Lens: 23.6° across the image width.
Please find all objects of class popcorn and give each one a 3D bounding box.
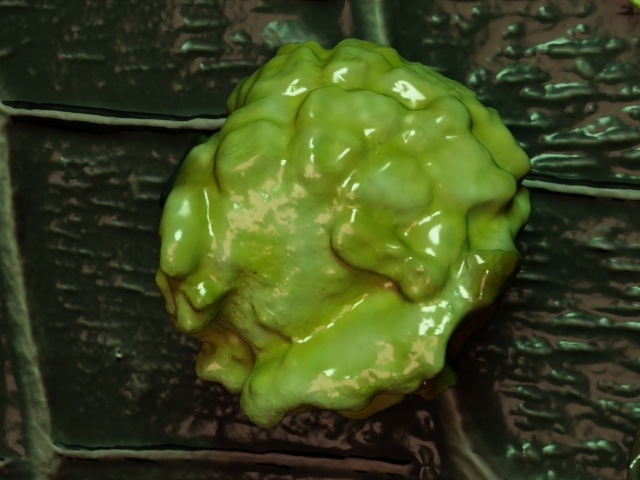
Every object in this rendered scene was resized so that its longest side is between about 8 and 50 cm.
[{"bbox_3d":[0.008,0.004,1.032,0.237,0.293,0.293,32,110,-6],"label":"popcorn"}]

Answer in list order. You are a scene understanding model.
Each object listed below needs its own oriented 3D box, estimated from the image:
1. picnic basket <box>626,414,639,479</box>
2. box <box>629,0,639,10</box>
[{"bbox_3d":[0.301,0.191,0.938,0.222,0.297,0.129,-3,142,28],"label":"picnic basket"},{"bbox_3d":[0.245,-0.255,1.011,0.121,0.030,0.193,43,112,9],"label":"box"}]
